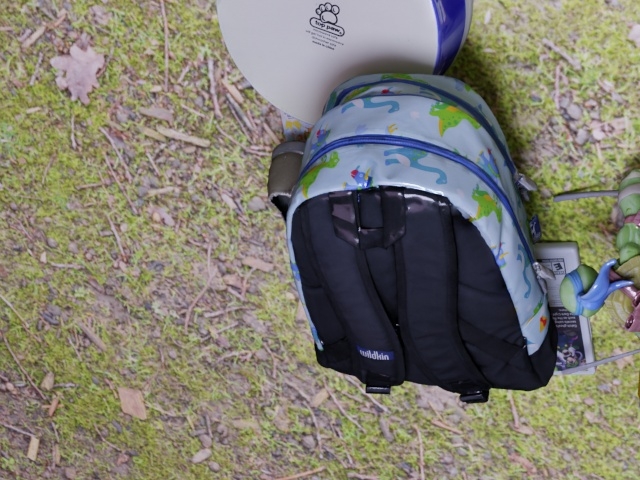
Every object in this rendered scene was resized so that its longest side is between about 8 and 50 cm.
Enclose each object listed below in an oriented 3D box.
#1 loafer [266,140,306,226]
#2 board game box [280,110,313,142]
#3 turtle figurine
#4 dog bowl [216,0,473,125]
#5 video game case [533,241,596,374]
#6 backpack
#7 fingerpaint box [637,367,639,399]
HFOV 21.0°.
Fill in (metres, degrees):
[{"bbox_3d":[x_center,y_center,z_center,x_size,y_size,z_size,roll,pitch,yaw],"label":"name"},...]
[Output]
[{"bbox_3d":[0.000,0.000,2.024,0.094,0.087,0.251,-8,129,35],"label":"loafer"},{"bbox_3d":[0.034,-0.116,1.990,0.154,0.026,0.103,3,121,26],"label":"board game box"},{"bbox_3d":[0.382,0.024,1.842,0.266,0.274,0.197,-4,77,4],"label":"turtle figurine"},{"bbox_3d":[0.025,-0.254,1.855,0.265,0.104,0.265,13,126,19],"label":"dog bowl"},{"bbox_3d":[0.218,0.082,2.015,0.190,0.022,0.173,-2,119,20],"label":"video game case"},{"bbox_3d":[0.095,-0.007,1.820,0.290,0.273,0.355,4,158,22],"label":"backpack"},{"bbox_3d":[0.555,0.171,1.581,0.445,0.371,0.163,-4,123,-3],"label":"fingerpaint box"}]
